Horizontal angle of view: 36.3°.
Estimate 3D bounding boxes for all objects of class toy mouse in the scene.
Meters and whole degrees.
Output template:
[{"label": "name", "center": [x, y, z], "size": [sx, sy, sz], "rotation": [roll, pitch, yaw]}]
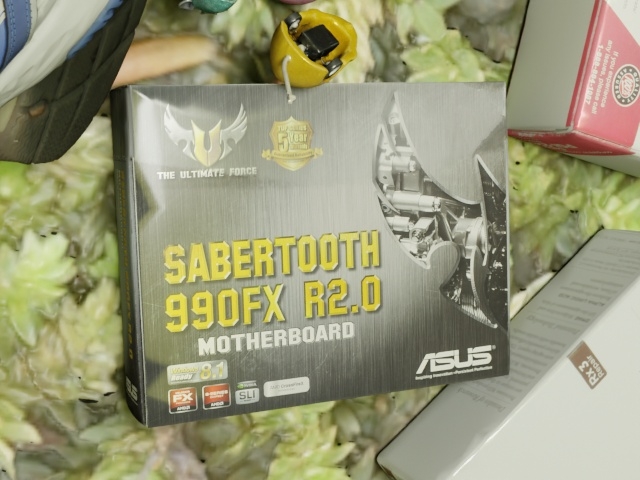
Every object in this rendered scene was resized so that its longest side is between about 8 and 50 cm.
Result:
[{"label": "toy mouse", "center": [-0.038, -0.141, 0.529], "size": [0.143, 0.031, 0.161], "rotation": [45, 37, -1]}]

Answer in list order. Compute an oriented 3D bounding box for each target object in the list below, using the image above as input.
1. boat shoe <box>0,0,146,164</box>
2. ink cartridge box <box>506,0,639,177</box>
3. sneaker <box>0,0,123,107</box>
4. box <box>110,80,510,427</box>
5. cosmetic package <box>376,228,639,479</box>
[{"label": "boat shoe", "center": [-0.144, -0.202, 0.469], "size": [0.120, 0.122, 0.324], "rotation": [12, 98, 9]}, {"label": "ink cartridge box", "center": [0.244, -0.117, 0.642], "size": [0.218, 0.092, 0.158], "rotation": [14, 90, -22]}, {"label": "sneaker", "center": [-0.194, -0.053, 0.385], "size": [0.112, 0.131, 0.296], "rotation": [43, 117, 9]}, {"label": "box", "center": [0.000, 0.000, 0.570], "size": [0.231, 0.056, 0.183], "rotation": [-4, 97, -23]}, {"label": "cosmetic package", "center": [0.163, 0.109, 0.635], "size": [0.231, 0.085, 0.117], "rotation": [-44, 109, -14]}]
